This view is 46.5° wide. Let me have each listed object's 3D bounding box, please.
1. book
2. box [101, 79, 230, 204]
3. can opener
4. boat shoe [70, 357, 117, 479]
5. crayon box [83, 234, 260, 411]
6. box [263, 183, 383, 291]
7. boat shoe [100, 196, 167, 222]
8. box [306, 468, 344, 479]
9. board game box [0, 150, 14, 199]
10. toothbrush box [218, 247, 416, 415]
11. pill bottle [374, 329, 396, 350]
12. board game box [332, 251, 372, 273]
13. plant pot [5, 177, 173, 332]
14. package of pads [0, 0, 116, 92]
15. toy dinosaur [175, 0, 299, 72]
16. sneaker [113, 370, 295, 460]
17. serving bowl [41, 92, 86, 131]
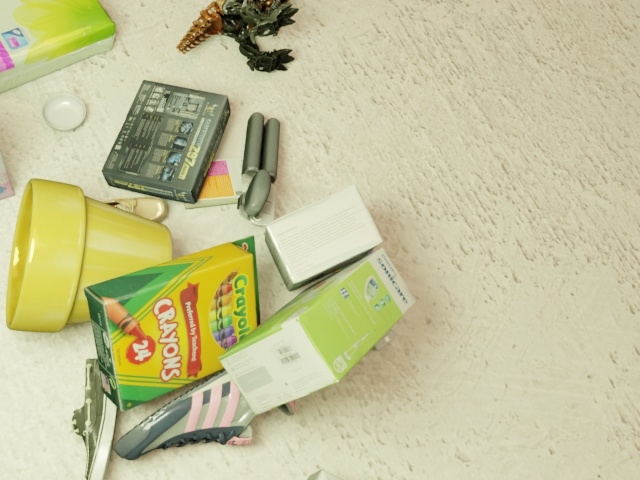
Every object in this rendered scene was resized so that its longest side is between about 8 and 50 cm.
[{"bbox_3d":[-0.207,-0.118,1.489,0.144,0.035,0.096,-7,66,-17],"label":"book"},{"bbox_3d":[-0.297,-0.196,1.463,0.184,0.059,0.232,11,64,8],"label":"box"},{"bbox_3d":[-0.112,-0.146,1.473,0.074,0.093,0.280,19,49,-23],"label":"can opener"},{"bbox_3d":[-0.377,0.302,1.242,0.070,0.077,0.219,6,58,-12],"label":"boat shoe"},{"bbox_3d":[-0.217,0.129,1.253,0.319,0.202,0.081,-20,29,-35],"label":"crayon box"},{"bbox_3d":[0.000,0.000,1.381,0.182,0.181,0.119,-25,85,-8],"label":"box"},{"bbox_3d":[-0.371,-0.048,1.393,0.170,0.059,0.062,-11,92,-14],"label":"boat shoe"},{"bbox_3d":[0.018,0.452,1.257,0.101,0.102,0.087,28,61,-2],"label":"box"},{"bbox_3d":[-0.686,-0.116,1.209,0.319,0.318,0.065,-21,74,-21],"label":"board game box"},{"bbox_3d":[0.001,0.149,1.261,0.283,0.206,0.122,-33,92,-50],"label":"toothbrush box"},{"bbox_3d":[0.090,0.152,1.426,0.065,0.065,0.116,-35,80,-24],"label":"pill bottle"},{"bbox_3d":[0.028,-0.001,1.495,0.169,0.033,0.133,14,64,-7],"label":"board game box"},{"bbox_3d":[-0.390,0.038,1.270,0.239,0.254,0.253,10,64,-27],"label":"plant pot"},{"bbox_3d":[-0.597,-0.445,1.495,0.297,0.101,0.229,-29,78,-24],"label":"package of pads"},{"bbox_3d":[-0.163,-0.473,1.617,0.322,0.164,0.218,-44,67,-8],"label":"toy dinosaur"},{"bbox_3d":[-0.184,0.308,1.264,0.319,0.112,0.131,-27,81,-22],"label":"sneaker"},{"bbox_3d":[-0.506,-0.249,1.472,0.083,0.027,0.083,5,65,-12],"label":"serving bowl"}]
